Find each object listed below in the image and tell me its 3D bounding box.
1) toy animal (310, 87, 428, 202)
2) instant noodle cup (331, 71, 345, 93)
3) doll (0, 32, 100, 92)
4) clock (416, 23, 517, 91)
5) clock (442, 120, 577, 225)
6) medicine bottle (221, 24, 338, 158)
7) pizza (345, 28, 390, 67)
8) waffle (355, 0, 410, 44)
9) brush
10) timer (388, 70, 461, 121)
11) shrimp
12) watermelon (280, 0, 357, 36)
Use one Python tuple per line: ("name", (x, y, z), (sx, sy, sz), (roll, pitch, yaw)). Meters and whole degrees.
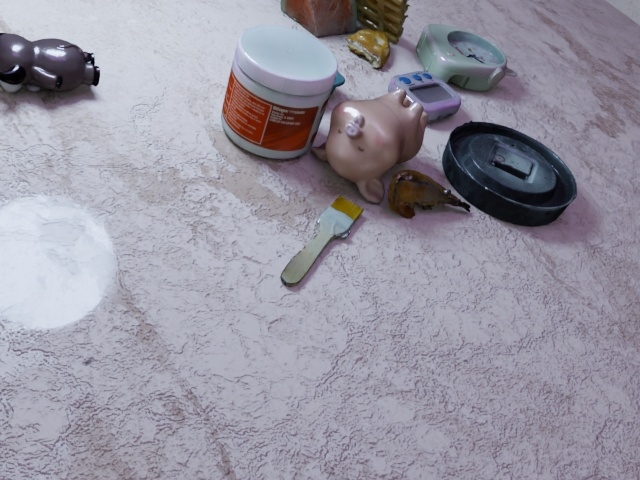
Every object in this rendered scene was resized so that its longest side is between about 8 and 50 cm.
("toy animal", (0.141, -0.260, 1.764), (0.237, 0.269, 0.326), (40, 12, 19))
("instant noodle cup", (-0.037, -0.457, 1.997), (0.157, 0.070, 0.179), (42, 44, 20))
("doll", (-0.660, -0.417, 1.647), (0.257, 0.117, 0.182), (-7, 47, -30))
("clock", (0.499, -0.606, 2.361), (0.323, 0.109, 0.265), (7, 42, -17))
("clock", (0.522, -0.191, 1.952), (0.385, 0.077, 0.386), (13, 41, -11))
("medicine bottle", (-0.107, -0.366, 1.740), (0.252, 0.241, 0.253), (12, 43, -11))
("pizza", (0.154, -0.627, 2.276), (0.161, 0.062, 0.182), (15, 46, -19))
("waffle", (0.152, -0.805, 2.287), (0.304, 0.348, 0.078), (33, 85, 9))
("brush", (0.000, 0.000, 1.563), (0.085, 0.020, 0.336), (31, 43, 10))
("timer", (0.315, -0.438, 2.130), (0.208, 0.069, 0.191), (-19, 55, -38))
("shrimp", (0.266, -0.097, 1.764), (0.262, 0.117, 0.066), (24, 6, -31))
("watermelon", (-0.006, -0.766, 2.263), (0.255, 0.260, 0.176), (0, 56, 0))
